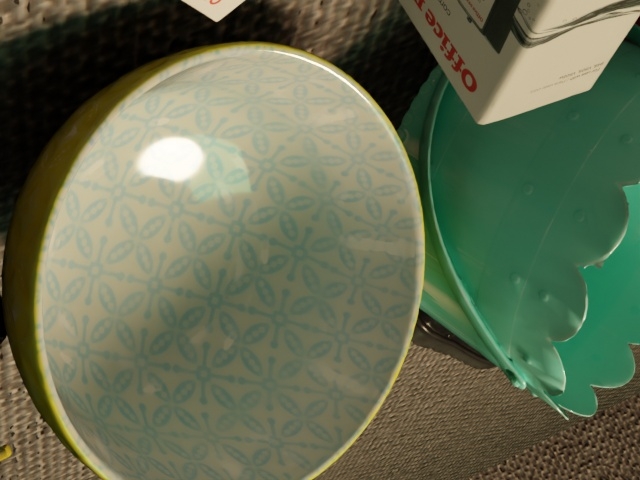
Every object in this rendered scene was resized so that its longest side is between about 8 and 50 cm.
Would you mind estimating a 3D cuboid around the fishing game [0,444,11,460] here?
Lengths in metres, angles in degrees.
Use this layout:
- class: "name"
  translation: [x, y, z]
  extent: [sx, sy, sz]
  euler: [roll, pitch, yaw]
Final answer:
- class: "fishing game"
  translation: [-0.282, 0.046, 0.733]
  extent: [0.189, 0.041, 0.264]
  euler: [-30, 120, 10]

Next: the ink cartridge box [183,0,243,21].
- class: "ink cartridge box"
  translation: [-0.046, -0.173, 0.678]
  extent: [0.180, 0.060, 0.104]
  euler: [-36, 160, 16]

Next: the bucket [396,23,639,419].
- class: "bucket"
  translation: [0.176, -0.031, 1.016]
  extent: [0.281, 0.183, 0.281]
  euler: [-43, 149, -33]

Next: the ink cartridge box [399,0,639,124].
- class: "ink cartridge box"
  translation: [0.113, -0.183, 0.739]
  extent: [0.087, 0.153, 0.208]
  euler: [-20, 157, -24]

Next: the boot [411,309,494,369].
- class: "boot"
  translation: [0.214, 0.047, 1.502]
  extent: [0.207, 0.094, 0.246]
  euler: [-34, 154, 22]

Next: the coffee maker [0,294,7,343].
- class: "coffee maker"
  translation: [-0.286, 0.057, 0.852]
  extent: [0.178, 0.120, 0.171]
  euler: [-35, 177, 17]

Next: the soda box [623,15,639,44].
- class: "soda box"
  translation: [0.367, -0.144, 1.037]
  extent: [0.083, 0.263, 0.092]
  euler: [-71, 159, -6]

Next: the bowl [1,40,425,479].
- class: "bowl"
  translation: [-0.089, 0.016, 0.882]
  extent: [0.289, 0.289, 0.156]
  euler: [-13, -164, -38]
